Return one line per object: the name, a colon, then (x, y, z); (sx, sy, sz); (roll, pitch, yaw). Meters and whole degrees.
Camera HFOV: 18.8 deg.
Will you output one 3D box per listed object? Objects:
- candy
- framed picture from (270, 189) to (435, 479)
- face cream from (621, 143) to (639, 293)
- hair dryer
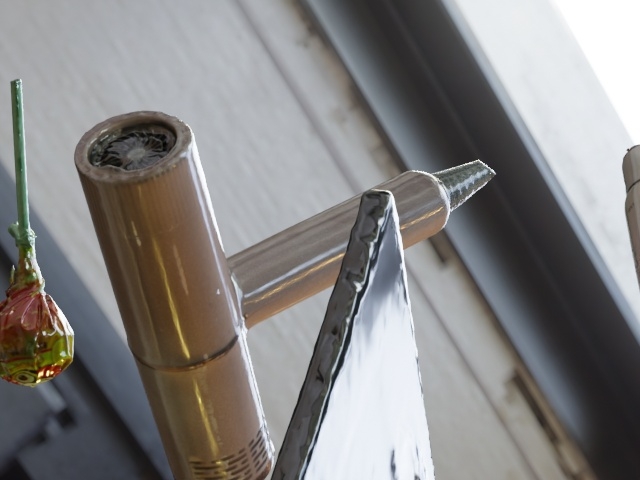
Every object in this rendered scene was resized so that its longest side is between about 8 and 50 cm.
candy: (-0.192, -0.004, 1.250); (0.060, 0.201, 0.060); (-2, -176, 0)
framed picture: (-0.009, 0.184, 0.461); (0.013, 0.244, 0.324); (5, -134, 15)
face cream: (0.119, 0.016, 0.662); (0.020, 0.038, 0.115); (-12, -130, 11)
hair dryer: (0.000, -0.011, 0.895); (0.220, 0.195, 0.053); (-35, -136, -24)
